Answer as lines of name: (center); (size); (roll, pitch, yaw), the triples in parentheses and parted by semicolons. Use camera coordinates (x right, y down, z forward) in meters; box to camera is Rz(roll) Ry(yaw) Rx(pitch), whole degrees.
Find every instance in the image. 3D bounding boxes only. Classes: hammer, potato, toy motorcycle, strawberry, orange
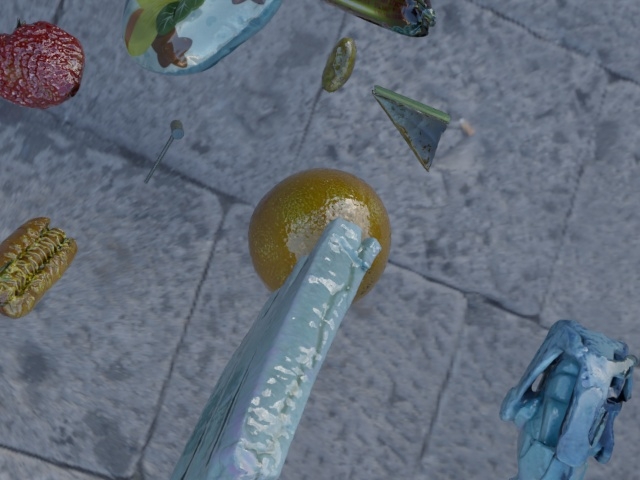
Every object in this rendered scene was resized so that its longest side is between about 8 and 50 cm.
hammer: (-0.242, -0.133, 1.589); (0.019, 0.035, 0.110); (27, 109, -24)
potato: (0.030, -0.268, 1.601); (0.045, 0.046, 0.092); (7, 116, -47)
toy motorcycle: (0.310, 0.232, 1.322); (0.154, 0.206, 0.260); (23, 69, 4)
strawberry: (-0.388, -0.238, 1.442); (0.148, 0.131, 0.131); (32, 74, 10)
orange: (0.000, 0.000, 1.901); (0.274, 0.274, 0.274); (2, 85, -20)

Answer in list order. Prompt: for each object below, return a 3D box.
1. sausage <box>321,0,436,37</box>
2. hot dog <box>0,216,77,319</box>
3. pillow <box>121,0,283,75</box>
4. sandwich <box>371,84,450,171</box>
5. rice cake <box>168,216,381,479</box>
sausage: (0.051, -0.347, 1.430); (0.082, 0.371, 0.082); (-16, 122, -26)
hot dog: (-0.310, 0.027, 1.095); (0.045, 0.165, 0.071); (-39, 103, 22)
pillow: (-0.144, -0.300, 1.266); (0.233, 0.214, 0.086); (-37, 139, 11)
sandwich: (0.112, -0.156, 1.438); (0.117, 0.074, 0.074); (23, 108, 2)
rice cake: (-0.032, 0.085, 0.594); (0.038, 0.124, 0.211); (35, 35, -7)
